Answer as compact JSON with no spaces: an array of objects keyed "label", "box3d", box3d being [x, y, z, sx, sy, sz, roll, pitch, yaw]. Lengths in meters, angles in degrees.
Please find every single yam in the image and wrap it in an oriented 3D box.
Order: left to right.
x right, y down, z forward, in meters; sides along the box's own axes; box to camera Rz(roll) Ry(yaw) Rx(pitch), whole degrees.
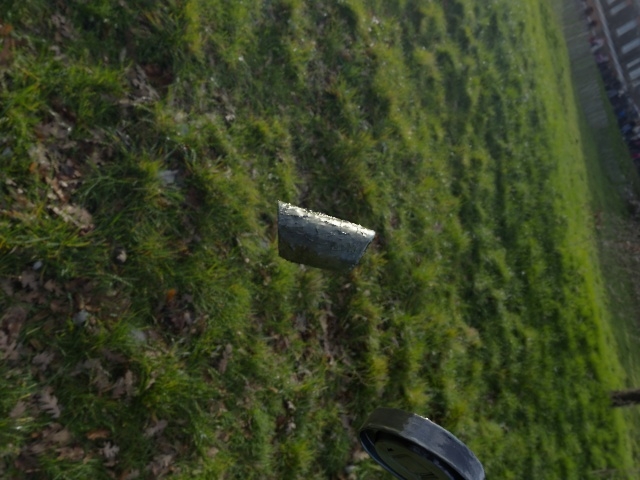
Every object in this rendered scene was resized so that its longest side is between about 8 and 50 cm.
[{"label":"yam","box3d":[0.000,0.000,0.839,0.183,0.107,0.107,15,38,-3]}]

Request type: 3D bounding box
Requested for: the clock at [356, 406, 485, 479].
[{"label":"clock","box3d":[0.140,0.304,0.664,0.185,0.184,0.040,51,55,-20]}]
